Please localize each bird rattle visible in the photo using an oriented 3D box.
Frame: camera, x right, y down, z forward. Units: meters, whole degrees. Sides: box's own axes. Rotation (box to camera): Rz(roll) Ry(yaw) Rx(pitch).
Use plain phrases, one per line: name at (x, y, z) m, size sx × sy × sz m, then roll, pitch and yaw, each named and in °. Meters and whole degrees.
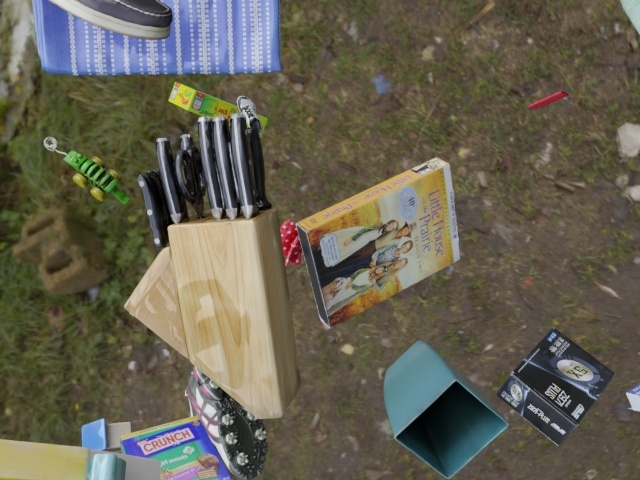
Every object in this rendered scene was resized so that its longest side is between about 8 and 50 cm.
bird rattle at (0.000, 0.000, 1.828) m, size 0.207 × 0.253 × 0.143 m, roll -47°, pitch 36°, yaw 2°

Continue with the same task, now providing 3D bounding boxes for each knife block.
knife block at (-0.079, 0.015, 0.746) m, size 0.276 × 0.088 × 0.242 m, roll 39°, pitch 108°, yaw 3°

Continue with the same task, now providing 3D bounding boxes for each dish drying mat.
dish drying mat at (0.489, -0.301, 1.517) m, size 0.083 × 0.032 × 0.008 m, roll -19°, pitch 73°, yaw 49°

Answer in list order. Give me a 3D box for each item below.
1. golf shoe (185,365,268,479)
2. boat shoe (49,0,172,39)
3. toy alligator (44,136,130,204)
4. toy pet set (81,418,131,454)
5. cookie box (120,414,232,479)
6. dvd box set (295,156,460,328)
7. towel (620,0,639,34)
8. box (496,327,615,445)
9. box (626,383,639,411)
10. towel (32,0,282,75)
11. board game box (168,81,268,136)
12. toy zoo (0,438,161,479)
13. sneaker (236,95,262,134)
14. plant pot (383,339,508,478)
golf shoe at (-0.192, 0.367, 1.418) m, size 0.120 × 0.105 × 0.272 m, roll -53°, pitch 49°, yaw 31°
boat shoe at (-0.302, -0.338, 0.845) m, size 0.285 × 0.103 × 0.092 m, roll 30°, pitch 116°, yaw 0°
toy alligator at (-0.421, -0.131, 1.269) m, size 0.190 × 0.051 × 0.056 m, roll 38°, pitch 67°, yaw -3°
toy pet set at (-0.291, 0.305, 0.969) m, size 0.122 × 0.065 × 0.114 m, roll 123°, pitch 141°, yaw -55°
cookie box at (-0.154, 0.245, 0.751) m, size 0.107 × 0.092 × 0.040 m, roll 45°, pitch 136°, yaw 47°
dvd box set at (0.160, 0.007, 1.790) m, size 0.062 × 0.421 × 0.307 m, roll 40°, pitch 149°, yaw 51°
towel at (0.423, -0.198, 0.687) m, size 0.038 × 0.248 × 0.324 m, roll -13°, pitch 67°, yaw -12°
box at (0.454, 0.277, 1.363) m, size 0.147 × 0.180 × 0.077 m, roll 40°, pitch 138°, yaw 22°
box at (0.597, 0.253, 1.172) m, size 0.109 × 0.178 × 0.042 m, roll -27°, pitch 93°, yaw -11°
towel at (-0.223, -0.348, 0.955) m, size 0.336 × 0.040 × 0.243 m, roll -1°, pitch 102°, yaw -1°
board game box at (-0.208, -0.267, 1.450) m, size 0.092 × 0.181 × 0.043 m, roll 31°, pitch 102°, yaw 48°
toy zoo at (-0.282, 0.207, 0.622) m, size 0.293 × 0.192 × 0.030 m, roll -17°, pitch 61°, yaw 32°
sneaker at (-0.134, -0.243, 1.372) m, size 0.032 × 0.037 × 0.083 m, roll -30°, pitch 105°, yaw -3°
plant pot at (0.230, 0.321, 1.450) m, size 0.165 × 0.166 × 0.234 m, roll -46°, pitch 22°, yaw 8°
